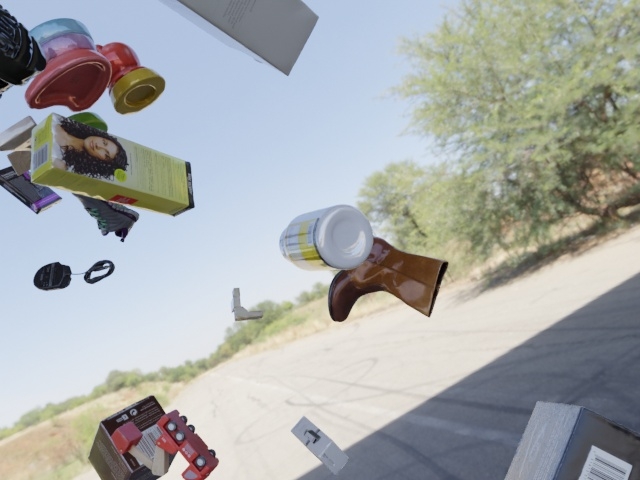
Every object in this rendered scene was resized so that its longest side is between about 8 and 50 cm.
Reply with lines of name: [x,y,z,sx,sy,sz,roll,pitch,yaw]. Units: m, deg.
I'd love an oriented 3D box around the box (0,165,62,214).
box: [-0.858,-0.153,1.539,0.029,0.162,0.116,-44,11,18]

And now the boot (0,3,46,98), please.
boot: [-0.527,-0.233,0.574,0.260,0.131,0.348,-30,-46,12]

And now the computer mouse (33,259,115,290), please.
computer mouse: [-0.613,0.087,1.314,0.241,0.071,0.041,-7,-22,17]

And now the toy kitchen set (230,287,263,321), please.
toy kitchen set: [-0.201,0.175,1.419,0.075,0.084,0.068,-2,-21,-18]

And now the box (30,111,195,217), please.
box: [-0.294,-0.101,0.771,0.058,0.088,0.232,-21,-21,31]

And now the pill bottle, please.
pill bottle: [0.000,0.000,0.883,0.103,0.103,0.184,-24,8,-27]

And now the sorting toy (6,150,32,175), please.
sorting toy: [-0.734,-0.188,1.305,0.012,0.083,0.062,10,40,31]

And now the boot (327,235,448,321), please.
boot: [0.172,0.135,1.372,0.096,0.280,0.264,27,-94,-56]

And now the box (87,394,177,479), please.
box: [-0.513,0.577,1.454,0.168,0.167,0.203,-20,-32,-49]

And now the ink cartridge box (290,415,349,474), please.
ink cartridge box: [-0.002,0.532,1.369,0.056,0.099,0.135,-45,34,-18]

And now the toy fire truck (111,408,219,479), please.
toy fire truck: [-0.302,0.407,1.022,0.135,0.192,0.047,-48,-13,10]

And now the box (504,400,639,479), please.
box: [0.351,0.318,0.728,0.153,0.108,0.207,-63,-13,-9]

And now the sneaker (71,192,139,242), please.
sneaker: [-0.582,-0.067,1.412,0.083,0.098,0.223,13,-13,29]

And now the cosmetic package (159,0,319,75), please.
cosmetic package: [-0.199,-0.492,1.037,0.156,0.217,0.385,-61,-26,11]

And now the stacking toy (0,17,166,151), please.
stacking toy: [-0.489,-0.294,1.017,0.279,0.130,0.309,-37,-3,12]
